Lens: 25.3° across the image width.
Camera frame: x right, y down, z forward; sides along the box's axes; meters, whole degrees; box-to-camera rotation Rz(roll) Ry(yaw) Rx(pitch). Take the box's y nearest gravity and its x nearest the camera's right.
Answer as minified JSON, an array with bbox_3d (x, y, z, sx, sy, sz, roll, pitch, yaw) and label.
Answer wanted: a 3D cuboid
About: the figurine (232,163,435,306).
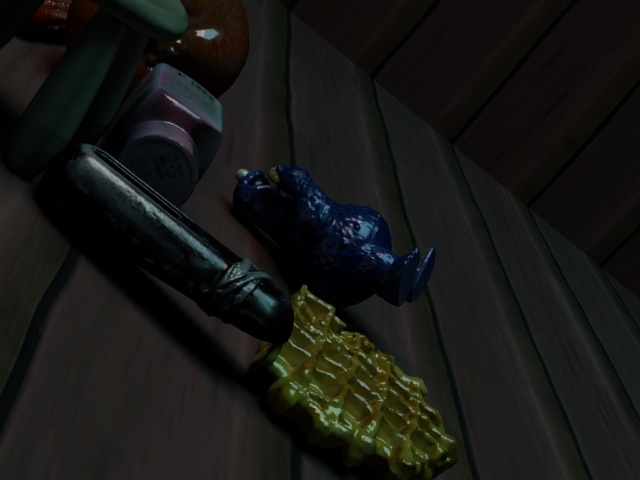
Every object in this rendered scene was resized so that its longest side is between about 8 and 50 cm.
[{"bbox_3d":[0.002,0.001,1.628,0.262,0.121,0.164,30,-1,33],"label":"figurine"}]

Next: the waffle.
[{"bbox_3d":[0.038,0.156,1.330,0.219,0.057,0.229,39,15,-5],"label":"waffle"}]

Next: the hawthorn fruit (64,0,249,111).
[{"bbox_3d":[-0.189,-0.235,1.667,0.210,0.210,0.262,40,-4,-6],"label":"hawthorn fruit"}]

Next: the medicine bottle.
[{"bbox_3d":[-0.162,-0.093,1.428,0.094,0.119,0.188,36,14,-15],"label":"medicine bottle"}]

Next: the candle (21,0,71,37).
[{"bbox_3d":[-0.302,-0.271,1.759,0.051,0.048,0.329,2,5,16],"label":"candle"}]

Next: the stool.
[{"bbox_3d":[-0.252,-0.190,1.329,0.195,0.199,0.195,39,13,-1],"label":"stool"}]

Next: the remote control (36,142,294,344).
[{"bbox_3d":[-0.129,-0.001,1.255,0.266,0.066,0.090,32,25,9],"label":"remote control"}]
